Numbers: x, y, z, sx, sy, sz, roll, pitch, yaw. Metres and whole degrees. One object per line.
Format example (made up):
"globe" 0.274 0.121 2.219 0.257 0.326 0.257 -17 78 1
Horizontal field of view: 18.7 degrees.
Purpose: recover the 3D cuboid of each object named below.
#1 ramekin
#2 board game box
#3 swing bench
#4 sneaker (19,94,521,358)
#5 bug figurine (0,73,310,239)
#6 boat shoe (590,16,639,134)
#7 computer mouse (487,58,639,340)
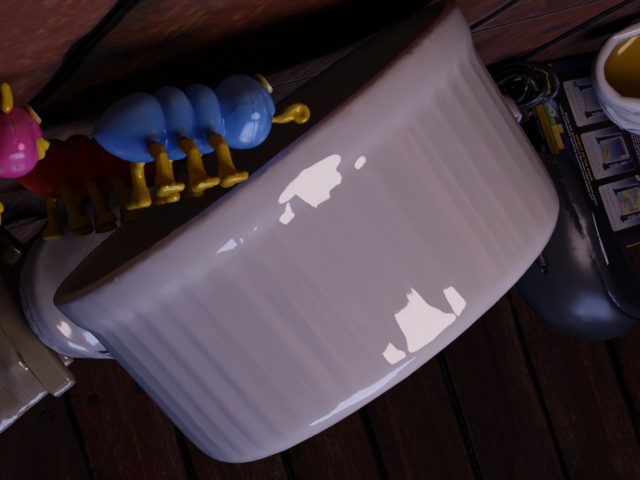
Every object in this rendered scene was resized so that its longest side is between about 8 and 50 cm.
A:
"ramekin" 0.000 0.000 1.087 0.277 0.135 0.277 -36 -172 6
"board game box" 0.231 -0.072 1.667 0.141 0.170 0.048 -14 175 -46
"swing bench" -0.296 0.113 1.520 0.253 0.165 0.254 -37 173 9
"sneaker" -0.029 -0.027 1.388 0.366 0.137 0.210 -22 179 -30
"bug figurine" -0.140 -0.041 1.007 0.216 0.072 0.279 -10 179 -22
"boat shoe" 0.379 -0.161 1.462 0.367 0.136 0.156 -8 176 14
"computer mouse" 0.142 -0.009 1.581 0.184 0.262 0.060 -13 -155 30
